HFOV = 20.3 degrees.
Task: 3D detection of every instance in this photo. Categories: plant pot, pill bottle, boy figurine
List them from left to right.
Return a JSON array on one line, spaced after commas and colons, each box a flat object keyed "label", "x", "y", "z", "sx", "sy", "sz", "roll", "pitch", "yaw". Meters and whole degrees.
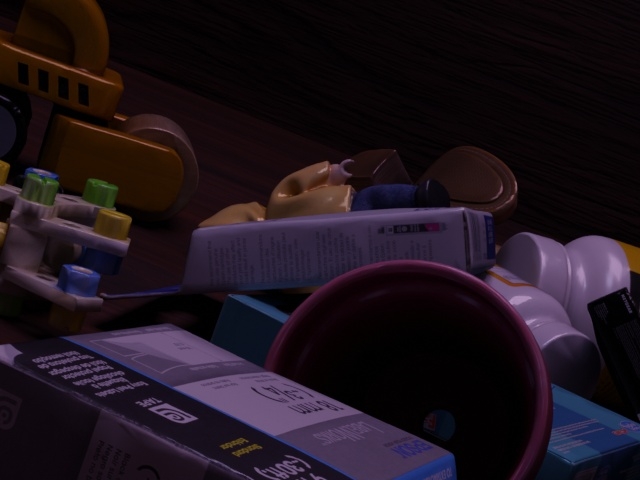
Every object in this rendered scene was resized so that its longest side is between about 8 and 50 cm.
[{"label": "boy figurine", "x": 0.000, "y": 0.000, "z": 2.004, "sx": 0.285, "sy": 0.177, "sz": 0.092, "roll": -6, "pitch": -10, "yaw": 21}, {"label": "plant pot", "x": 0.071, "y": 0.128, "z": 1.288, "sx": 0.201, "sy": 0.201, "sz": 0.180, "roll": 23, "pitch": -7, "yaw": 16}, {"label": "pill bottle", "x": 0.172, "y": 0.097, "z": 1.832, "sx": 0.136, "sy": 0.136, "sz": 0.245, "roll": 14, "pitch": 11, "yaw": -36}, {"label": "pill bottle", "x": 0.359, "y": 0.104, "z": 2.062, "sx": 0.334, "sy": 0.188, "sz": 0.188, "roll": 17, "pitch": 9, "yaw": -20}]

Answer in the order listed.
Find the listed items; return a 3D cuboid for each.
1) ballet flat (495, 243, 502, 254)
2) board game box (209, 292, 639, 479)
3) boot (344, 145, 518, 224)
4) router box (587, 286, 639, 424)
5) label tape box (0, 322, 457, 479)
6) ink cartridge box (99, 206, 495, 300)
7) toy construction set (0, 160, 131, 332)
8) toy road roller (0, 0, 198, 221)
[{"label": "ballet flat", "x": 0.120, "y": 0.017, "z": 2.336, "sx": 0.348, "sy": 0.123, "sz": 0.123, "roll": 23, "pitch": 9, "yaw": 16}, {"label": "board game box", "x": 0.102, "y": 0.145, "z": 1.560, "sx": 0.336, "sy": 0.079, "sz": 0.253, "roll": 24, "pitch": 10, "yaw": 25}, {"label": "boot", "x": 0.157, "y": 0.005, "z": 2.134, "sx": 0.283, "sy": 0.109, "sz": 0.220, "roll": 4, "pitch": -49, "yaw": 45}, {"label": "router box", "x": 0.310, "y": 0.147, "z": 1.687, "sx": 0.133, "sy": 0.046, "sz": 0.179, "roll": 57, "pitch": 11, "yaw": -67}, {"label": "label tape box", "x": -0.021, "y": 0.164, "z": 1.064, "sx": 0.333, "sy": 0.106, "sz": 0.240, "roll": 23, "pitch": 10, "yaw": 20}, {"label": "ink cartridge box", "x": -0.009, "y": 0.009, "z": 1.681, "sx": 0.330, "sy": 0.071, "sz": 0.324, "roll": -3, "pitch": 0, "yaw": 9}, {"label": "toy construction set", "x": -0.310, "y": -0.034, "z": 1.543, "sx": 0.327, "sy": 0.151, "sz": 0.215, "roll": 32, "pitch": 9, "yaw": 3}, {"label": "toy road roller", "x": -0.287, "y": -0.183, "z": 2.155, "sx": 0.329, "sy": 0.241, "sz": 0.202, "roll": 19, "pitch": 9, "yaw": -11}]
